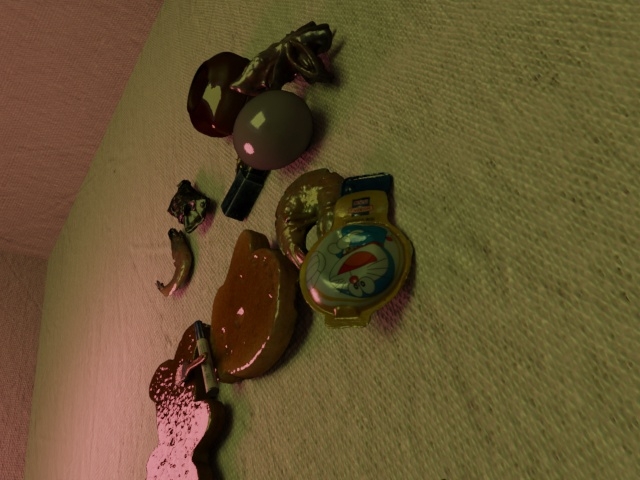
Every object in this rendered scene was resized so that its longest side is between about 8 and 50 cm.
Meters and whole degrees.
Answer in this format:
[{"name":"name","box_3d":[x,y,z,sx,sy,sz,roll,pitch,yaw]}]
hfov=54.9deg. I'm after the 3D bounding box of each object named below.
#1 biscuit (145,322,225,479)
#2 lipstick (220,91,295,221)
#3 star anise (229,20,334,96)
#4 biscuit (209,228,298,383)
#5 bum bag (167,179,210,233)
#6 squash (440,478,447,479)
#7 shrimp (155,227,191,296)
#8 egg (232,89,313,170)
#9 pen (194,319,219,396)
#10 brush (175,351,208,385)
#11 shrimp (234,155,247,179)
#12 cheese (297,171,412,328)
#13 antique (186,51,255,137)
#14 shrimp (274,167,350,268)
[{"name":"biscuit","box_3d":[-0.276,0.405,1.286,0.283,0.064,0.432,-49,39,27]},{"name":"lipstick","box_3d":[-0.125,-0.184,1.347,0.312,0.051,0.051,-58,33,20]},{"name":"star anise","box_3d":[-0.062,-0.362,1.270,0.258,0.110,0.198,-8,43,40]},{"name":"biscuit","box_3d":[-0.131,0.119,1.187,0.344,0.057,0.287,-41,46,49]},{"name":"bum bag","box_3d":[-0.354,-0.093,1.646,0.248,0.069,0.102,37,109,60]},{"name":"squash","box_3d":[0.074,0.400,0.673,0.287,0.137,0.137,-62,33,15]},{"name":"shrimp","box_3d":[-0.398,0.061,1.669,0.152,0.046,0.219,-53,37,24]},{"name":"egg","box_3d":[-0.097,-0.214,1.217,0.199,0.146,0.146,-23,57,49]},{"name":"pen","box_3d":[-0.234,0.234,1.251,0.025,0.025,0.204,-59,32,22]},{"name":"brush","box_3d":[-0.261,0.257,1.252,0.170,0.014,0.043,-39,44,48]},{"name":"shrimp","box_3d":[-0.156,-0.210,1.427,0.095,0.045,0.162,3,72,37]},{"name":"cheese","box_3d":[0.053,0.009,0.919,0.177,0.069,0.270,-6,54,24]},{"name":"antique","box_3d":[-0.252,-0.366,1.558,0.223,0.129,0.278,-58,32,28]},{"name":"shrimp","box_3d":[0.000,0.001,1.009,0.145,0.061,0.267,-19,67,8]}]
